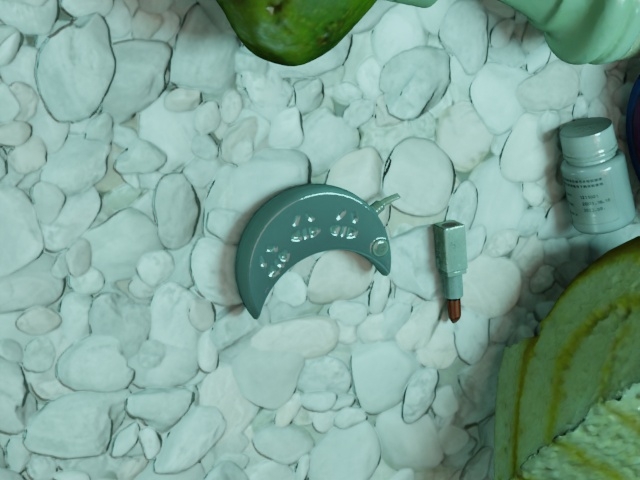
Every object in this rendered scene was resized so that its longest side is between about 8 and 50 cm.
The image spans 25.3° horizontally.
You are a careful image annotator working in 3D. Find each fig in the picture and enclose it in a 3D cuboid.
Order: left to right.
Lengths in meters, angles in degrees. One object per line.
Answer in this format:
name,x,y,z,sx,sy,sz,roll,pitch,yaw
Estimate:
fig,0.010,-0.313,1.448,0.275,0.206,0.206,-32,116,6

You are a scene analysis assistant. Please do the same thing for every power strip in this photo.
power strip,0.000,0.000,1.639,0.216,0.044,0.137,-20,111,-19

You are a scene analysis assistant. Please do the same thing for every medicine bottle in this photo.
medicine bottle,0.338,-0.080,1.755,0.080,0.080,0.130,-23,112,-18

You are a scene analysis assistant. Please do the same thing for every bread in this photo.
bread,0.372,0.172,1.736,0.239,0.264,0.395,31,127,-30

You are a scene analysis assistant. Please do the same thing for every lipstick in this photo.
lipstick,0.161,0.042,1.733,0.030,0.030,0.129,-13,109,-22

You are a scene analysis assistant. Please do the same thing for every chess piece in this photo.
chess piece,0.203,-0.306,1.584,0.299,0.194,0.195,6,102,-17

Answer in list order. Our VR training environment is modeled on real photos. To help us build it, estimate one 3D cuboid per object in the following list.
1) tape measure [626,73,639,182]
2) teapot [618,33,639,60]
tape measure,0.484,-0.125,1.715,0.149,0.245,0.231,-15,136,-17
teapot,0.393,-0.248,1.752,0.083,0.057,0.067,7,104,-34
